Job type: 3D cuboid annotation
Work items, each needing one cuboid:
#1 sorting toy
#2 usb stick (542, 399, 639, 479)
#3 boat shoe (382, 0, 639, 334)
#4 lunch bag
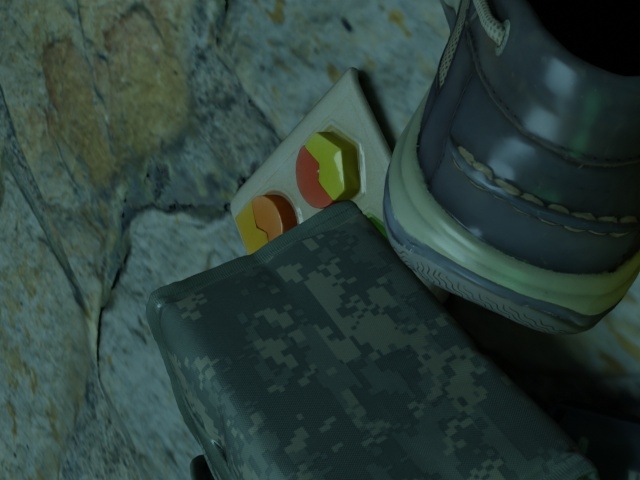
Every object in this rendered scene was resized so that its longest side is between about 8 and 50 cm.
[{"bbox_3d":[0.000,0.000,0.782,0.193,0.038,0.208,-43,58,43],"label":"sorting toy"},{"bbox_3d":[0.205,0.137,0.490,0.278,0.045,0.077,6,93,60],"label":"usb stick"},{"bbox_3d":[0.125,-0.120,0.445,0.130,0.132,0.355,114,174,-46],"label":"boat shoe"},{"bbox_3d":[0.025,0.163,0.624,0.235,0.168,0.287,50,158,38],"label":"lunch bag"}]
